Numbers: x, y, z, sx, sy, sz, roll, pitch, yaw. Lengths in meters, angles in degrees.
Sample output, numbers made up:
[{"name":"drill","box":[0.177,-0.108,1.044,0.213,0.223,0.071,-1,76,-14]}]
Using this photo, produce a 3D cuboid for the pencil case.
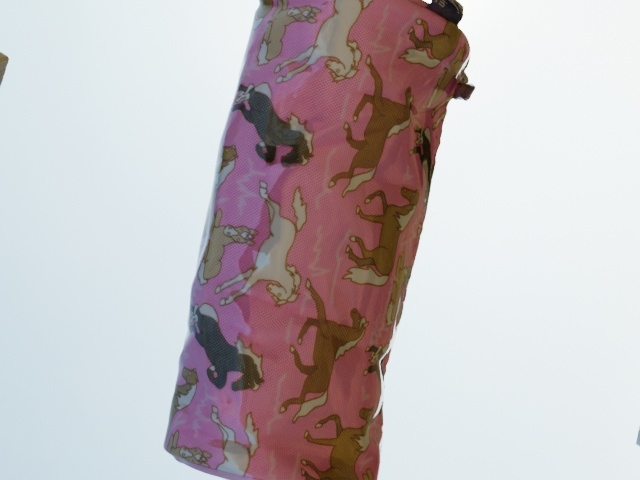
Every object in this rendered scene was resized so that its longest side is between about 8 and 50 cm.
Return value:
[{"name":"pencil case","box":[0.000,0.000,1.069,0.160,0.167,0.386,17,-94,-72]}]

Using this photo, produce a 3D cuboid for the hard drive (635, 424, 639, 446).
[{"name":"hard drive","box":[0.418,0.089,0.969,0.047,0.353,0.233,77,-144,-57]}]

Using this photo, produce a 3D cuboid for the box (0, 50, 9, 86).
[{"name":"box","box":[-0.228,-0.061,0.723,0.087,0.102,0.101,36,-143,6]}]
